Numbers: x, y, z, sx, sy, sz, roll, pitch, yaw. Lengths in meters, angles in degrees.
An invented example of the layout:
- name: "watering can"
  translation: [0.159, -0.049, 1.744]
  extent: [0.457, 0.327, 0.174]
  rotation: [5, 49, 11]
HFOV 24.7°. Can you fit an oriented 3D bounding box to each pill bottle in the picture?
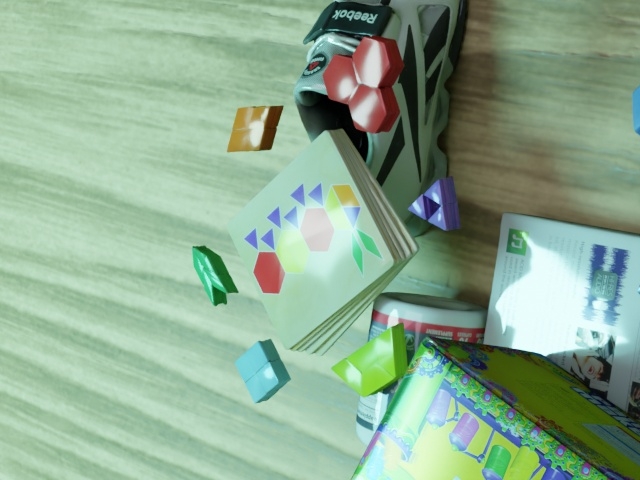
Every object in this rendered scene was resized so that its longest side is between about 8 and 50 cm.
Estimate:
- name: "pill bottle"
  translation: [0.088, 0.143, 1.304]
  extent: [0.108, 0.108, 0.180]
  rotation: [12, 97, 42]

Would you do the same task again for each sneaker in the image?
- name: "sneaker"
  translation: [0.045, -0.171, 1.338]
  extent: [0.122, 0.146, 0.330]
  rotation: [-4, 84, 44]

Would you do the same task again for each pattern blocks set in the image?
- name: "pattern blocks set"
  translation: [0.000, 0.000, 1.283]
  extent: [0.325, 0.026, 0.285]
  rotation: [-30, 76, 44]

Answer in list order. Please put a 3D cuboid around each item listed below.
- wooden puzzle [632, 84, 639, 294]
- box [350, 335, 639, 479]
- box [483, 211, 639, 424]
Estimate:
- name: "wooden puzzle"
  translation: [0.307, -0.100, 0.950]
  extent: [0.322, 0.080, 0.348]
  rotation: [-47, 18, 40]
- name: "box"
  translation: [0.162, 0.268, 1.093]
  extent: [0.290, 0.177, 0.279]
  rotation: [37, 106, 38]
- name: "box"
  translation: [0.271, 0.114, 1.176]
  extent: [0.322, 0.058, 0.232]
  rotation: [13, 97, 43]
